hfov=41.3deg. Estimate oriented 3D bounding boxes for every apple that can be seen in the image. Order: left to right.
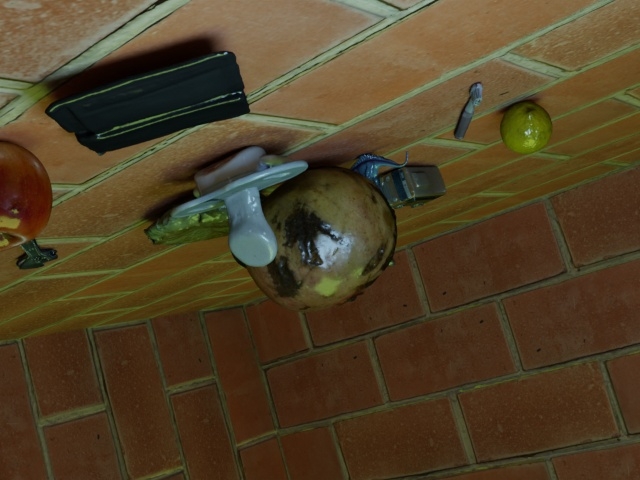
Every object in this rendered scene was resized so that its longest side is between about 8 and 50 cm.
[{"bbox_3d":[-0.449,-0.057,1.161,0.163,0.139,0.163,-14,174,-2],"label":"apple"}]

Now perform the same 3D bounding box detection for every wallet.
[{"bbox_3d":[-0.221,-0.177,1.141,0.247,0.041,0.323,-15,175,-2],"label":"wallet"}]

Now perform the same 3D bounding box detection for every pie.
[{"bbox_3d":[-0.243,-0.049,1.855,0.306,0.071,0.306,-12,172,-2],"label":"pie"}]

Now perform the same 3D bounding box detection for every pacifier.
[{"bbox_3d":[-0.129,-0.054,1.559,0.278,0.207,0.227,-21,175,31],"label":"pacifier"}]

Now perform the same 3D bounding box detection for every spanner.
[{"bbox_3d":[-0.607,0.017,1.778,0.093,0.026,0.325,-13,170,-13],"label":"spanner"}]

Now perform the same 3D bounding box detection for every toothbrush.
[{"bbox_3d":[0.294,-0.247,1.697,0.024,0.029,0.354,-3,173,3],"label":"toothbrush"}]

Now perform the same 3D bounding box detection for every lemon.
[{"bbox_3d":[0.428,-0.234,1.769,0.109,0.109,0.133,-17,166,5],"label":"lemon"}]

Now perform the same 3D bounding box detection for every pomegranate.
[{"bbox_3d":[0.000,0.000,1.736,0.322,0.322,0.322,-16,172,-2],"label":"pomegranate"}]

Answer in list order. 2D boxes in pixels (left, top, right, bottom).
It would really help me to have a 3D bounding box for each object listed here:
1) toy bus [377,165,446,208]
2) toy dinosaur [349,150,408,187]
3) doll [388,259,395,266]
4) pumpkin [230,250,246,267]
[{"bbox_3d":[0.230,-0.135,2.118,0.103,0.091,0.182,-23,171,35],"label":"toy bus"},{"bbox_3d":[0.102,-0.146,1.830,0.197,0.080,0.045,-15,178,26],"label":"toy dinosaur"},{"bbox_3d":[0.082,-0.048,2.047,0.174,0.235,0.330,-43,160,-1],"label":"doll"},{"bbox_3d":[-0.109,0.004,2.051,0.220,0.162,0.220,9,-177,-1],"label":"pumpkin"}]
